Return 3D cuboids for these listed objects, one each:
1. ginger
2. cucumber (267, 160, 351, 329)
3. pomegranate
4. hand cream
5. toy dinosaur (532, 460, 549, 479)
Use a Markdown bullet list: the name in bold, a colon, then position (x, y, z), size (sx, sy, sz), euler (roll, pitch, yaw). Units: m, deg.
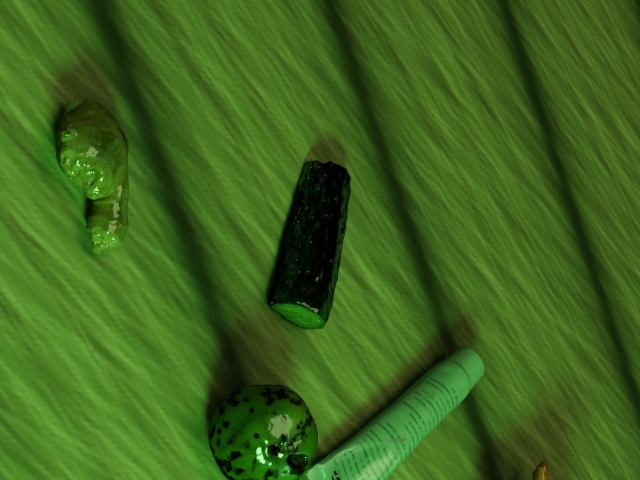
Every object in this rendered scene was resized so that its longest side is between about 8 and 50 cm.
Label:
- **ginger**: position (-0.236, -0.069, 1.653), size (0.096, 0.067, 0.165), euler (2, 78, -69)
- **cucumber**: position (0.001, -0.001, 1.896), size (0.078, 0.062, 0.211), euler (37, 56, -35)
- **pomegranate**: position (-0.064, 0.209, 1.755), size (0.122, 0.122, 0.161), euler (61, 7, -17)
- **hand cream**: position (0.101, 0.231, 1.950), size (0.331, 0.058, 0.085), euler (-38, 110, -45)
- **toy dinosaur**: position (0.330, 0.435, 2.146), size (0.117, 0.070, 0.288), euler (-17, 98, -48)
